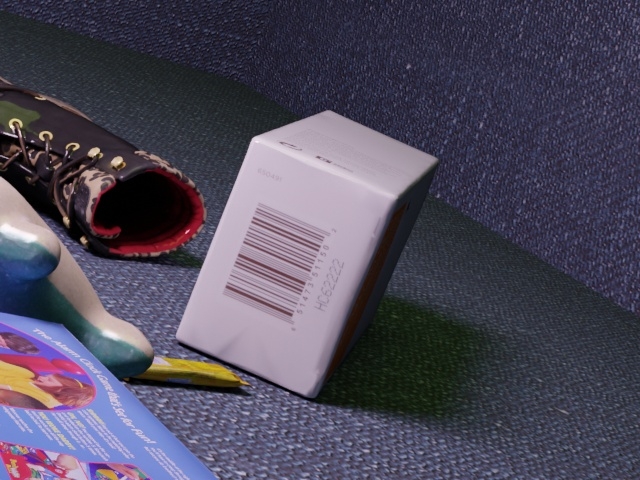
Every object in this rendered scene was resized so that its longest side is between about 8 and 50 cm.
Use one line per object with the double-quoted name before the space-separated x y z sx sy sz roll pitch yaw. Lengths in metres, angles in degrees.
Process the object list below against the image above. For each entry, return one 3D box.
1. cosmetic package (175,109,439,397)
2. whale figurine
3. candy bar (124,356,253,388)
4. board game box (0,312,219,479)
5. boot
"cosmetic package" 0.000 0.000 1.863 0.161 0.230 0.453 23 11 5
"whale figurine" -0.272 0.052 1.373 0.272 0.141 0.216 40 -31 -15
"candy bar" -0.132 0.122 1.557 0.161 0.018 0.040 10 12 -45
"board game box" -0.217 0.140 1.130 0.233 0.078 0.347 14 13 -37
"boot" -0.334 -0.094 1.950 0.284 0.138 0.377 30 8 38
